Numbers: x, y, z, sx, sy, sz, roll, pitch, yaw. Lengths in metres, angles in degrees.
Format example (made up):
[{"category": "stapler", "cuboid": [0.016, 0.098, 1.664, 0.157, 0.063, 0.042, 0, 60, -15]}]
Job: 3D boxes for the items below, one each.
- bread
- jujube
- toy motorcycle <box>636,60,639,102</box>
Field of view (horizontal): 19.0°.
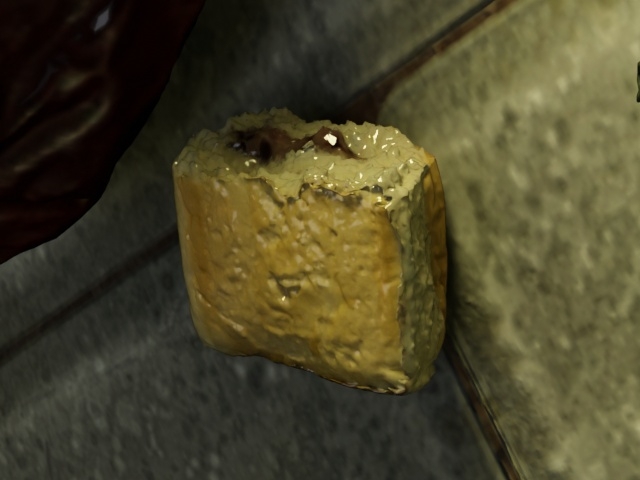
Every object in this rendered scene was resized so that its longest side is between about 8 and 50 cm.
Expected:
[{"category": "bread", "cuboid": [0.001, 0.001, 0.808, 0.125, 0.082, 0.106, 11, 125, 33]}, {"category": "jujube", "cuboid": [-0.153, -0.124, 0.842, 0.342, 0.216, 0.216, -43, 74, 41]}, {"category": "toy motorcycle", "cuboid": [0.198, -0.057, 0.532, 0.205, 0.127, 0.275, 45, 137, 29]}]
